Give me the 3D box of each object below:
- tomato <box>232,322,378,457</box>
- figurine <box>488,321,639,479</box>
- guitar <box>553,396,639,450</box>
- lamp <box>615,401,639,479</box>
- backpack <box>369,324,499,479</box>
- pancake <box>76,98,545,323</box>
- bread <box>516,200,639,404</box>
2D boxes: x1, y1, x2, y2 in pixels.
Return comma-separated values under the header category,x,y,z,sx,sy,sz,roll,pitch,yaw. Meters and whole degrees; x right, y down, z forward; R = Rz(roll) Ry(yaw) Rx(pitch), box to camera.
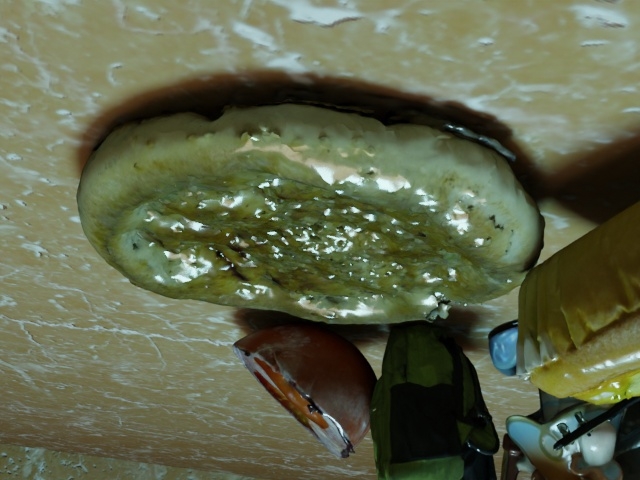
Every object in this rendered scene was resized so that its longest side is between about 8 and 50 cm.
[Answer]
category,x,y,z,sx,sy,sz,roll,pitch,yaw
tomato,-0.006,0.165,0.984,0.199,0.112,0.228,41,162,7
figurine,0.316,0.306,0.899,0.248,0.388,0.277,8,155,-10
guitar,0.352,0.140,0.806,0.271,0.038,0.084,-27,156,3
lamp,0.471,0.283,1.159,0.181,0.182,0.314,-8,-175,29
backpack,0.133,0.221,0.924,0.140,0.253,0.207,-6,133,8
pancake,0.000,-0.001,0.662,0.382,0.071,0.382,5,157,2
bread,0.267,0.021,0.530,0.152,0.119,0.288,13,145,-35
